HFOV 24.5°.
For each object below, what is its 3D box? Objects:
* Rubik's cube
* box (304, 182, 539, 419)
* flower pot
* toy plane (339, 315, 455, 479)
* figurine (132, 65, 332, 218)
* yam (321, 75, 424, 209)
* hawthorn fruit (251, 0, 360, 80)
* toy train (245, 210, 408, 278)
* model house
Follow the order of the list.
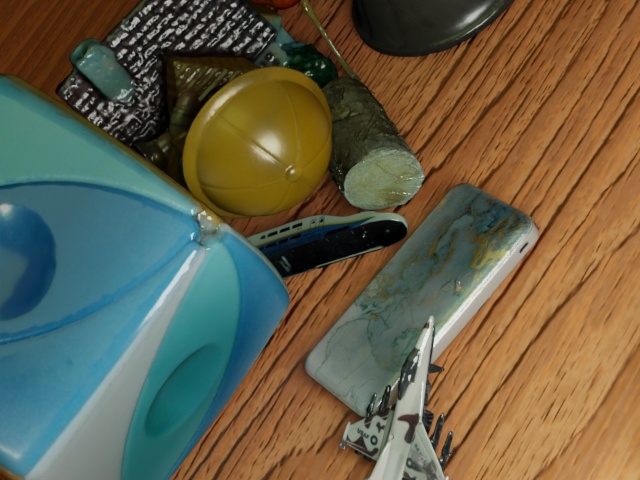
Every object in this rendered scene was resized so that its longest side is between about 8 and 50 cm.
[{"bbox_3d":[-0.279,0.067,1.622,0.352,0.347,0.351,32,84,19],"label":"Rubik's cube"},{"bbox_3d":[0.110,0.065,1.629,0.285,0.044,0.142,-50,39,-6],"label":"box"},{"bbox_3d":[0.125,-0.381,1.874,0.269,0.166,0.269,-18,50,23],"label":"flower pot"},{"bbox_3d":[0.089,0.194,1.510,0.160,0.082,0.234,23,88,47],"label":"toy plane"},{"bbox_3d":[-0.093,-0.108,1.723,0.192,0.167,0.257,-29,12,-26],"label":"figurine"},{"bbox_3d":[0.049,-0.115,1.771,0.107,0.107,0.183,-36,41,9],"label":"yam"},{"bbox_3d":[-0.026,-0.327,1.875,0.165,0.285,0.165,-23,32,16],"label":"hawthorn fruit"},{"bbox_3d":[0.000,0.000,1.754,0.234,0.052,0.051,-19,44,25],"label":"toy train"},{"bbox_3d":[-0.168,-0.221,1.907,0.280,0.249,0.230,-48,44,-4],"label":"model house"}]
